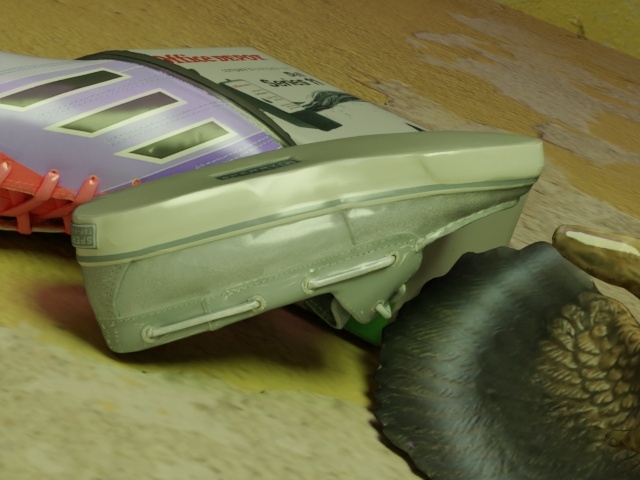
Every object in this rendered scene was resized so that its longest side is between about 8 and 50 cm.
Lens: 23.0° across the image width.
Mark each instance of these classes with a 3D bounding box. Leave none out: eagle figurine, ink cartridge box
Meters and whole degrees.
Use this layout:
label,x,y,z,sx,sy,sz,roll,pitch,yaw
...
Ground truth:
label,x,y,z,sx,sy,sz,roll,pitch,yaw
eagle figurine,0.165,0.078,0.656,0.226,0.225,0.298,62,-13,3
ink cartridge box,-0.009,-0.033,0.881,0.208,0.087,0.153,26,18,22

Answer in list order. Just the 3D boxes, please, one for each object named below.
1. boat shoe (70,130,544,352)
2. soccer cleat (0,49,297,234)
label,x,y,z,sx,sy,sz,roll,pitch,yaw
boat shoe,0.000,0.000,0.723,0.227,0.081,0.079,-12,14,-19
soccer cleat,-0.162,-0.043,0.750,0.318,0.109,0.116,18,33,-4
